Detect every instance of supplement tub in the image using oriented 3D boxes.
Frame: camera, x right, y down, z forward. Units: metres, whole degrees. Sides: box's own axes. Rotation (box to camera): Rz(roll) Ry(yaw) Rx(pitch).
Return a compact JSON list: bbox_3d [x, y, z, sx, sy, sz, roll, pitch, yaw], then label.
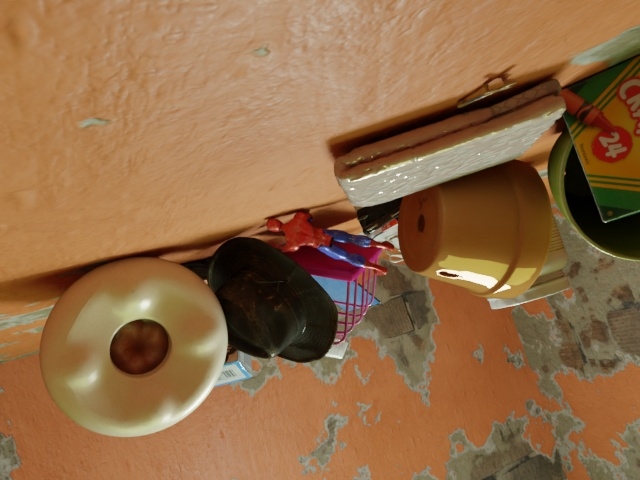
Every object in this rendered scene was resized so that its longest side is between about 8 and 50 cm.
[{"bbox_3d":[0.483,-0.008,1.506,0.236,0.324,0.235,-16,173,-2],"label":"supplement tub"}]

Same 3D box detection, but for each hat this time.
[{"bbox_3d":[-0.133,0.161,1.249,0.331,0.331,0.134,-22,-164,36],"label":"hat"}]

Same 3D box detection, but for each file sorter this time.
[{"bbox_3d":[0.014,0.114,1.438,0.202,0.182,0.291,8,-166,17],"label":"file sorter"}]

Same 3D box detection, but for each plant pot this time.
[{"bbox_3d":[0.288,-0.027,1.193,0.204,0.290,0.291,2,168,-18],"label":"plant pot"},{"bbox_3d":[0.522,-0.130,1.055,0.275,0.274,0.293,-18,-170,7],"label":"plant pot"}]

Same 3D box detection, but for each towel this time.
[{"bbox_3d":[0.183,-0.132,0.915,0.317,0.053,0.332,-18,174,6],"label":"towel"}]

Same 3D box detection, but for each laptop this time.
[{"bbox_3d":[-0.087,0.157,1.840,0.408,0.236,0.382,-15,173,-15],"label":"laptop"}]

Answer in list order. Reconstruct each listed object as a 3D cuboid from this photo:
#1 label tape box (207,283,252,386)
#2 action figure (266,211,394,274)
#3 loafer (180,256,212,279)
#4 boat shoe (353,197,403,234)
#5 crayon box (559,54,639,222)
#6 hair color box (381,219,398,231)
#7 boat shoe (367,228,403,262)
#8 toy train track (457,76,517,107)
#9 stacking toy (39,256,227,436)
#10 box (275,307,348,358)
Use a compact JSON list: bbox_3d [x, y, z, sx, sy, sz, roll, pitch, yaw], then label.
[{"bbox_3d":[-0.320,0.200,1.490,0.249,0.347,0.115,-16,145,6],"label":"label tape box"},{"bbox_3d":[0.000,0.000,1.242,0.281,0.091,0.139,18,176,-29],"label":"action figure"},{"bbox_3d":[-0.303,0.083,1.433,0.170,0.061,0.062,-14,174,-20],"label":"loafer"},{"bbox_3d":[0.191,-0.073,1.318,0.233,0.079,0.084,-17,172,-15],"label":"boat shoe"},{"bbox_3d":[0.506,-0.169,0.777,0.319,0.202,0.081,-22,172,32],"label":"crayon box"},{"bbox_3d":[0.223,-0.073,1.499,0.093,0.053,0.167,-15,172,-23],"label":"hair color box"},{"bbox_3d":[0.266,0.000,1.758,0.136,0.156,0.367,-13,172,-28],"label":"boat shoe"},{"bbox_3d":[0.199,-0.181,0.713,0.048,0.014,0.083,-21,-177,-36],"label":"toy train track"},{"bbox_3d":[-0.437,0.189,1.308,0.351,0.350,0.480,-14,-169,-26],"label":"stacking toy"},{"bbox_3d":[-0.086,0.199,1.572,0.233,0.058,0.322,16,-167,-22],"label":"box"}]
